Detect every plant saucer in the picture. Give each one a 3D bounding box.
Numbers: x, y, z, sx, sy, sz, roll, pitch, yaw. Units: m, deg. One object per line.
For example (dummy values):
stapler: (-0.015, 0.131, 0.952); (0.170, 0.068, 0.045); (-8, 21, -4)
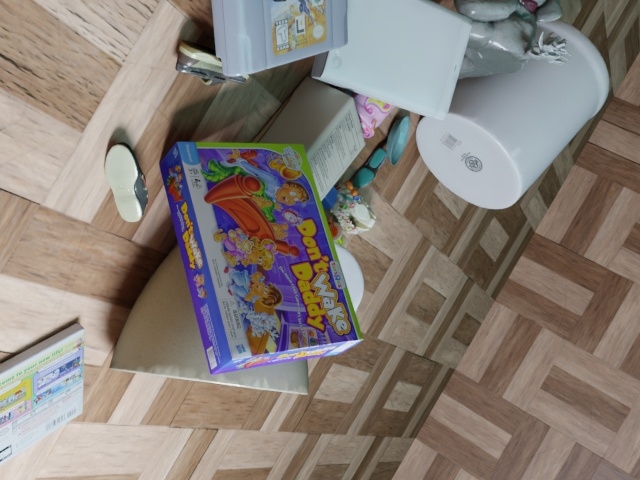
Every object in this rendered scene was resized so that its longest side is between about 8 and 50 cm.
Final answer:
plant saucer: (0.175, -0.233, 1.974); (0.119, 0.021, 0.119); (19, 90, -73)

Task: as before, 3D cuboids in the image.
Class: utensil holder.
utensil holder: (0.470, -0.311, 2.110); (0.385, 0.328, 0.327); (-48, 152, -22)

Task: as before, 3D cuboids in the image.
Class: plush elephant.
plush elephant: (0.395, -0.510, 1.854); (0.272, 0.330, 0.255); (37, 65, -58)

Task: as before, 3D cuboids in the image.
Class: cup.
cup: (-0.169, 0.123, 1.446); (0.331, 0.331, 0.236); (30, 66, -65)

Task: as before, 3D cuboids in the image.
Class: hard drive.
hard drive: (0.139, -0.357, 1.578); (0.308, 0.040, 0.203); (11, 96, -37)

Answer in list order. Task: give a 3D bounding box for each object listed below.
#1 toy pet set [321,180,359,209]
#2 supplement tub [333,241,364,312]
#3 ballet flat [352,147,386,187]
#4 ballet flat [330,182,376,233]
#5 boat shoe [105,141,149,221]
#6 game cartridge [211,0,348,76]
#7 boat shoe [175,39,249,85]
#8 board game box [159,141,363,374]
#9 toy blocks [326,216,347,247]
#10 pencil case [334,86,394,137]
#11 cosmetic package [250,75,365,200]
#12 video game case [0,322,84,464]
toy pet set: (0.025, -0.077, 1.773); (0.122, 0.065, 0.114); (-37, 130, -3)
supplement tub: (-0.034, 0.118, 1.684); (0.191, 0.191, 0.272); (-48, 178, -24)
ballet flat: (0.112, -0.158, 1.942); (0.114, 0.041, 0.041); (-52, 154, -15)
ballet flat: (0.082, -0.058, 1.945); (0.091, 0.077, 0.241); (-61, 156, -2)
boat shoe: (-0.285, -0.091, 1.265); (0.042, 0.049, 0.133); (-75, 166, -49)
game cartridge: (-0.053, -0.377, 1.317); (0.297, 0.062, 0.198); (-31, 130, -48)
boat shoe: (-0.167, -0.260, 1.295); (0.152, 0.056, 0.049); (12, 114, -57)
board game box: (-0.094, 0.017, 1.327); (0.233, 0.347, 0.078); (-4, 158, -36)
toy blocks: (0.000, 0.000, 1.880); (0.123, 0.054, 0.148); (-53, 154, -14)
pencil case: (0.128, -0.339, 1.679); (0.284, 0.124, 0.124); (-56, 155, -12)
cosmetic package: (-0.058, -0.127, 1.566); (0.309, 0.113, 0.160); (-53, 154, -17)
video game case: (-0.457, 0.249, 1.328); (0.212, 0.023, 0.193); (-31, 143, -45)
